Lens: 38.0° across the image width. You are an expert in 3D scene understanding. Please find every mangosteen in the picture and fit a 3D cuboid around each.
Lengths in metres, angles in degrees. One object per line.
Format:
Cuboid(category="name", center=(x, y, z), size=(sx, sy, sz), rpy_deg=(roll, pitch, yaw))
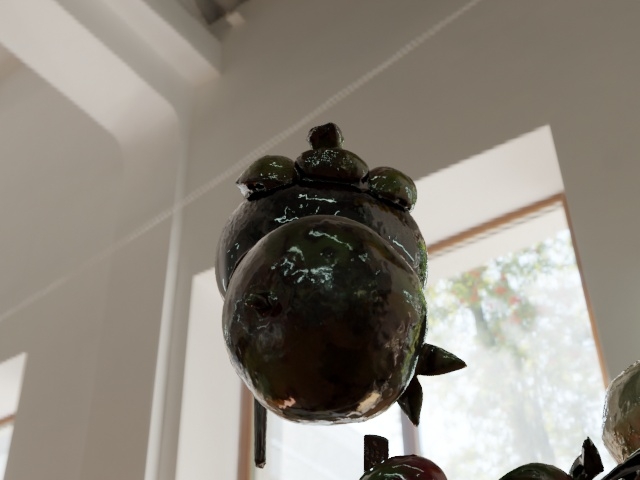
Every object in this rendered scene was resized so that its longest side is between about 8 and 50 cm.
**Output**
Cuboid(category="mangosteen", center=(-0.001, 0.004, 1.160), size=(0.287, 0.233, 0.287), rpy_deg=(9, -66, 22))

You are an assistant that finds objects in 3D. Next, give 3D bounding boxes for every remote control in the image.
Cuboid(category="remote control", center=(0.054, 0.225, 0.868), size=(0.034, 0.091, 0.016), rpy_deg=(8, 14, 39))

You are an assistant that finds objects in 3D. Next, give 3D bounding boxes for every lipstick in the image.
Cuboid(category="lipstick", center=(-0.093, 0.267, 1.445), size=(0.027, 0.176, 0.027), rpy_deg=(-1, -34, -1))

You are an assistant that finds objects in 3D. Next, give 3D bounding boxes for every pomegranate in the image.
Cuboid(category="pomegranate", center=(0.011, 0.067, 0.632), size=(0.148, 0.148, 0.169), rpy_deg=(-19, -51, 22))

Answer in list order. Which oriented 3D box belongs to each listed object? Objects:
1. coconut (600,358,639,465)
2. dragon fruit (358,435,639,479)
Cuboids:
Cuboid(category="coconut", center=(0.427, 0.216, 0.990), size=(0.224, 0.234, 0.224), rpy_deg=(-21, -26, -11))
Cuboid(category="dragon fruit", center=(0.059, 0.196, 0.396), size=(0.273, 0.218, 0.198), rpy_deg=(-1, -63, -28))
